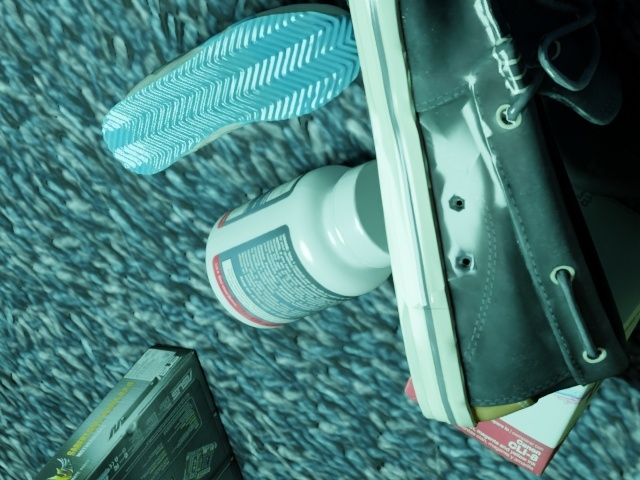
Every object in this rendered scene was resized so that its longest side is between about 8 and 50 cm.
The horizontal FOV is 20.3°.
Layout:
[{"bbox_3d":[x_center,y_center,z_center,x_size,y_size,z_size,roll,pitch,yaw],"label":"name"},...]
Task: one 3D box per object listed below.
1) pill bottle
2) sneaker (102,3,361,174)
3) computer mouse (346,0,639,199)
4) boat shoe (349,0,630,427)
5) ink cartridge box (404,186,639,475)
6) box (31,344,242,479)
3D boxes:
[{"bbox_3d":[0.000,0.000,1.435,0.180,0.108,0.108,-23,108,48],"label":"pill bottle"},{"bbox_3d":[-0.063,-0.131,1.395,0.229,0.092,0.087,-20,110,26],"label":"sneaker"},{"bbox_3d":[0.123,-0.112,1.275,0.184,0.060,0.262,-24,107,47],"label":"computer mouse"},{"bbox_3d":[0.105,-0.116,1.109,0.156,0.187,0.500,-6,112,10],"label":"boat shoe"},{"bbox_3d":[0.164,0.057,1.335,0.127,0.128,0.176,32,139,13],"label":"ink cartridge box"},{"bbox_3d":[-0.172,0.239,1.687,0.056,0.231,0.183,5,128,32],"label":"box"}]
